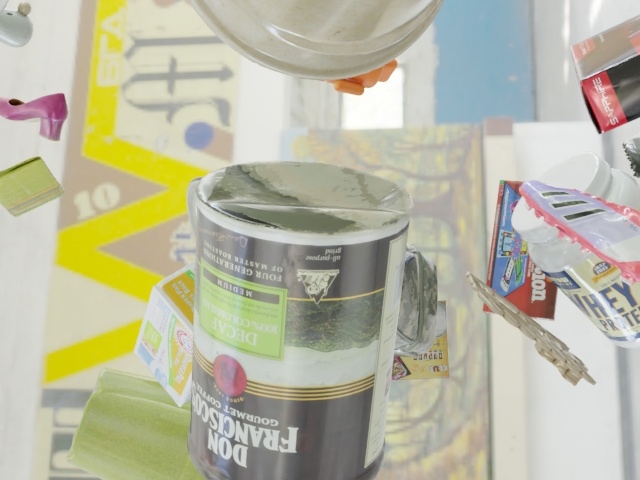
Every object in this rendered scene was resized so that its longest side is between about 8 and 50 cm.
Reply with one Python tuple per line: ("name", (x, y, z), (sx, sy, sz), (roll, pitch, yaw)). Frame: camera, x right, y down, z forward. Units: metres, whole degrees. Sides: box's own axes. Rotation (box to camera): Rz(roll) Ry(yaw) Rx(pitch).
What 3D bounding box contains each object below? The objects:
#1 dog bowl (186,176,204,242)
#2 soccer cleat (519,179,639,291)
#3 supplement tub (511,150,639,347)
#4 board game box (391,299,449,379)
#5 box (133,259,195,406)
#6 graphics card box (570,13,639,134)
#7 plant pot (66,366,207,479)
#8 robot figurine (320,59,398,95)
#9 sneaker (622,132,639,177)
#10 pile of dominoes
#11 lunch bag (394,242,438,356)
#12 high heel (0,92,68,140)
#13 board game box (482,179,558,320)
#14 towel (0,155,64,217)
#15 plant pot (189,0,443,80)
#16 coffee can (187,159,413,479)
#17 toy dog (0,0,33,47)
("dog bowl", (-0.132, 0.022, 2.031), (0.408, 0.150, 0.408), (46, 151, 35))
("soccer cleat", (0.372, -0.020, 1.207), (0.095, 0.248, 0.083), (-54, -33, 7))
("supplement tub", (0.536, 0.017, 1.713), (0.325, 0.235, 0.235), (43, -157, -15))
("board game box", (0.144, 0.212, 1.944), (0.042, 0.243, 0.165), (136, 132, -82))
("box", (-0.173, 0.125, 1.279), (0.103, 0.114, 0.203), (-34, -17, -34))
("graphics card box", (0.546, -0.292, 1.305), (0.094, 0.371, 0.233), (62, -159, -16))
("plant pot", (-0.311, 0.355, 1.680), (0.276, 0.254, 0.276), (-159, 90, -82))
("robot figurine", (0.057, -0.402, 2.024), (0.128, 0.219, 0.158), (-144, 61, -68))
("sneaker", (0.648, -0.180, 1.777), (0.234, 0.106, 0.078), (-29, -83, -62))
("pile of dominoes", (0.352, 0.161, 1.599), (0.040, 0.251, 0.196), (-53, 3, 10))
("lunch bag", (0.048, 0.098, 1.689), (0.256, 0.305, 0.212), (23, -111, -61))
("high heel", (-0.688, -0.329, 2.190), (0.082, 0.244, 0.117), (-6, -61, -49))
("board game box", (0.423, 0.018, 1.892), (0.027, 0.145, 0.281), (36, -118, -68))
("towel", (-0.500, -0.092, 1.566), (0.021, 0.102, 0.237), (61, 169, 6))
("plant pot", (0.043, -0.339, 0.864), (0.305, 0.334, 0.334), (-178, 87, -71))
("coffee can", (-0.024, 0.082, 0.893), (0.201, 0.201, 0.275), (-73, -12, -68))
("toy dog", (-0.676, -0.505, 1.727), (0.161, 0.220, 0.334), (-54, -22, 8))
